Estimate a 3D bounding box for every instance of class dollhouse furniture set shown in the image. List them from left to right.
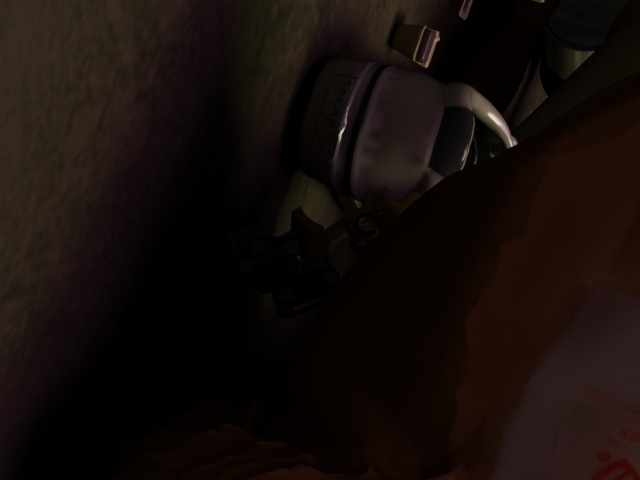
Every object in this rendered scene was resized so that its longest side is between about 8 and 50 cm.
[{"bbox_3d":[0.080,-0.135,0.842,0.114,0.081,0.091,4,106,-75],"label":"dollhouse furniture set"}]

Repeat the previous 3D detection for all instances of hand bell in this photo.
[{"bbox_3d":[0.151,-0.165,1.076,0.242,0.126,0.126,-59,167,5],"label":"hand bell"}]

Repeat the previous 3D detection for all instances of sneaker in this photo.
[{"bbox_3d":[0.060,-0.042,0.873,0.258,0.091,0.094,-8,117,-76],"label":"sneaker"}]

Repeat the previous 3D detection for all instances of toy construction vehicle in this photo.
[{"bbox_3d":[0.000,0.000,0.768,0.098,0.035,0.086,-22,159,-10],"label":"toy construction vehicle"}]

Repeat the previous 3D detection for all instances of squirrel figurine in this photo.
[{"bbox_3d":[0.037,0.130,0.762,0.397,0.281,0.370,-23,178,-16],"label":"squirrel figurine"}]

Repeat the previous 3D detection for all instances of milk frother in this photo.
[{"bbox_3d":[0.235,-0.202,1.338,0.135,0.129,0.143,67,2,-70],"label":"milk frother"}]

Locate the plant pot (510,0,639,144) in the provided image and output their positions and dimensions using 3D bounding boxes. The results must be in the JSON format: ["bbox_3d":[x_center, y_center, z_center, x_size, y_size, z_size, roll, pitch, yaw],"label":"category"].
[{"bbox_3d":[0.232,-0.001,1.043,0.305,0.334,0.334,-34,150,-25],"label":"plant pot"}]
